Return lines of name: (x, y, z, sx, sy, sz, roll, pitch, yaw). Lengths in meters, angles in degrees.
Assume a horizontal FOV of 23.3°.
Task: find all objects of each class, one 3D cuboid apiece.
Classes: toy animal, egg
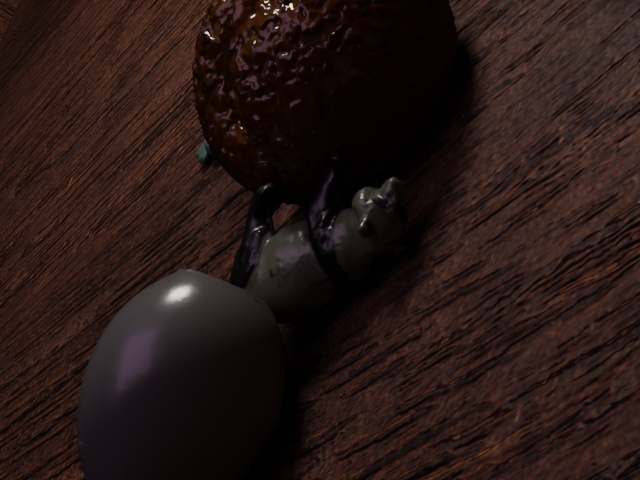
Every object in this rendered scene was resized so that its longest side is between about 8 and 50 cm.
toy animal: (0.000, 0.000, 1.420, 0.225, 0.094, 0.121, -26, 47, 36)
egg: (-0.126, 0.144, 1.373, 0.232, 0.176, 0.176, -65, 22, -5)

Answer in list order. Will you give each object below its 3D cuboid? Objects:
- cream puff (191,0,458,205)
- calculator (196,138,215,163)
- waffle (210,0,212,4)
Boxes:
cream puff: (-0.008, -0.181, 1.524, 0.303, 0.212, 0.303, -41, 25, 24)
calculator: (-0.111, -0.156, 1.971, 0.153, 0.021, 0.095, -44, 24, 23)
waffle: (-0.070, -0.400, 2.176, 0.248, 0.055, 0.221, -47, 23, 24)
